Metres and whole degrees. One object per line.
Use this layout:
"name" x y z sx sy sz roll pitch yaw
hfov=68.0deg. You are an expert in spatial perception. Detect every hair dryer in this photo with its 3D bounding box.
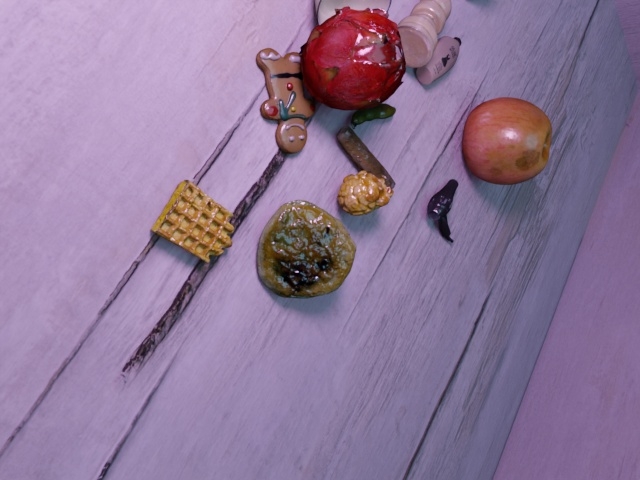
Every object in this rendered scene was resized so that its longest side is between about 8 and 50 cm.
"hair dryer" 0.524 -0.101 1.984 0.235 0.092 0.271 -51 138 -36

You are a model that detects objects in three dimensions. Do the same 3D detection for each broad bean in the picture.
"broad bean" 0.177 -0.436 1.630 0.255 0.046 0.065 -27 75 -39

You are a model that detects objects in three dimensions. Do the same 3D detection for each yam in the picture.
"yam" 0.161 -0.270 1.632 0.071 0.067 0.317 -52 125 -7

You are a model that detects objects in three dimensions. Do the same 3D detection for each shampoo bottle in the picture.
"shampoo bottle" 0.464 -0.702 1.823 0.256 0.078 0.127 -50 124 -25

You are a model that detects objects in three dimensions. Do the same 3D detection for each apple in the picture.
"apple" 0.781 -0.412 1.975 0.364 0.364 0.363 -7 101 -40

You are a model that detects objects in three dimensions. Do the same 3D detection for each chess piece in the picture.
"chess piece" 0.379 -0.777 1.697 0.167 0.167 0.299 49 61 -34

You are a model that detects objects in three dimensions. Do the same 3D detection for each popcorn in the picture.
"popcorn" 0.147 -0.155 1.576 0.180 0.180 0.170 17 118 -41

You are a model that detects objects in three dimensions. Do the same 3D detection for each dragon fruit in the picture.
"dragon fruit" 0.099 -0.523 1.390 0.296 0.302 0.295 -11 90 -69

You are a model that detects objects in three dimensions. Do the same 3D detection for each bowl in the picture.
"bowl" 0.081 -0.734 1.417 0.238 0.238 0.126 0 59 -41

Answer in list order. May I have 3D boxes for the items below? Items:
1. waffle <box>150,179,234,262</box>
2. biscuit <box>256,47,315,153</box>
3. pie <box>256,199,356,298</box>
"waffle" -0.316 -0.041 1.259 0.211 0.055 0.160 37 73 -37
"biscuit" -0.092 -0.410 1.409 0.197 0.049 0.301 -14 106 -36
"pie" -0.048 0.042 1.439 0.324 0.070 0.322 -4 102 -17
